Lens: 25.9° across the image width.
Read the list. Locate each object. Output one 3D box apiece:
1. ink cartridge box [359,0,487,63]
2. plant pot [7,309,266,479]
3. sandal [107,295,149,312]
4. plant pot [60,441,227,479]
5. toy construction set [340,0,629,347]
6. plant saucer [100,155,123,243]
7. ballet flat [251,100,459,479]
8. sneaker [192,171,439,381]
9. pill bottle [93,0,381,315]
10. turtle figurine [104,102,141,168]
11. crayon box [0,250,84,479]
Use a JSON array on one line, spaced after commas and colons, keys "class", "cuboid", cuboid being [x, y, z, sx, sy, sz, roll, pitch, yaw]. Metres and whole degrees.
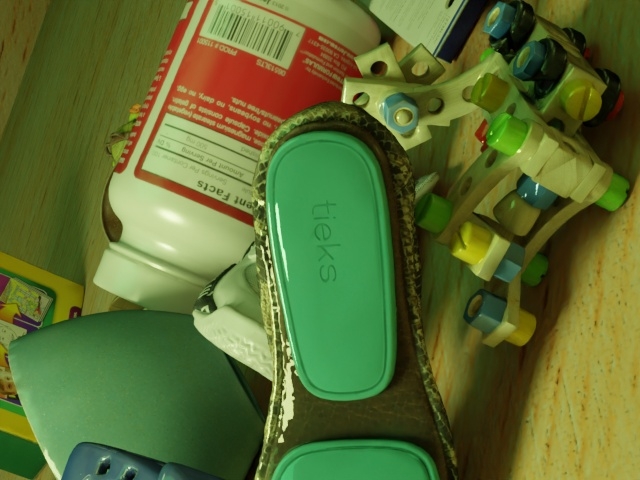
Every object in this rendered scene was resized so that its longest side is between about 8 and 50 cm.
[{"class": "ink cartridge box", "cuboid": [0.130, -0.303, 1.504, 0.176, 0.069, 0.371, -60, 20, 13]}, {"class": "plant pot", "cuboid": [-0.173, 0.186, 1.478, 0.195, 0.290, 0.290, -29, 25, -3]}, {"class": "sandal", "cuboid": [-0.235, 0.066, 1.966, 0.180, 0.072, 0.049, -48, 12, 35]}, {"class": "plant pot", "cuboid": [-0.111, 0.316, 1.213, 0.212, 0.236, 0.236, -12, 57, 56]}, {"class": "toy construction set", "cuboid": [0.141, -0.082, 1.165, 0.215, 0.151, 0.327, -58, 34, 20]}, {"class": "plant saucer", "cuboid": [-0.238, -0.063, 2.052, 0.198, 0.036, 0.198, -12, 67, 30]}, {"class": "ballet flat", "cuboid": [0.032, 0.133, 1.102, 0.182, 0.164, 0.483, -12, -80, -76]}, {"class": "sneaker", "cuboid": [0.000, 0.000, 1.300, 0.210, 0.137, 0.366, -59, 0, 13]}, {"class": "pill bottle", "cuboid": [-0.106, -0.104, 1.621, 0.407, 0.229, 0.229, -67, 22, -2]}, {"class": "turtle figurine", "cuboid": [-0.315, -0.153, 2.341, 0.269, 0.087, 0.217, -41, 33, 47]}, {"class": "crayon box", "cuboid": [-0.568, 0.174, 2.283, 0.106, 0.313, 0.363, -49, 27, 36]}]
